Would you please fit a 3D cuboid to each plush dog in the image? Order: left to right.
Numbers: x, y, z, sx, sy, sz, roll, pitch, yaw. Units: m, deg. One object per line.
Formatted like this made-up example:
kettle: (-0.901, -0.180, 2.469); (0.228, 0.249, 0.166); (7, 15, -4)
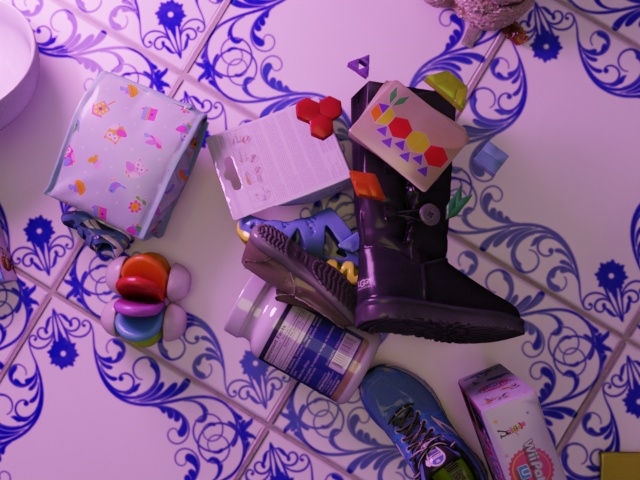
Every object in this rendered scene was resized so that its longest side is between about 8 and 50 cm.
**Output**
plush dog: (0.332, -0.471, 1.397); (0.262, 0.225, 0.210); (-27, 88, 1)

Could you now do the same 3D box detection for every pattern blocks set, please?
pattern blocks set: (0.148, -0.183, 1.330); (0.285, 0.026, 0.325); (-40, 81, -16)

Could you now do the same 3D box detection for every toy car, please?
toy car: (-0.333, 0.112, 1.444); (0.159, 0.136, 0.182); (6, 88, 2)

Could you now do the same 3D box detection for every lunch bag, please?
lunch bag: (-0.354, -0.162, 1.444); (0.223, 0.160, 0.262); (24, 95, 3)

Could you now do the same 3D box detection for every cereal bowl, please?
cereal bowl: (-0.688, -0.301, 1.436); (0.339, 0.141, 0.339); (2, 59, -3)

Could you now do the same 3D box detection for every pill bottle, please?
pill bottle: (-0.035, 0.175, 1.425); (0.264, 0.153, 0.153); (29, 89, 3)

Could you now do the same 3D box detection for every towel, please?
towel: (0.578, 0.520, 1.464); (0.102, 0.021, 0.237); (1, 87, -4)

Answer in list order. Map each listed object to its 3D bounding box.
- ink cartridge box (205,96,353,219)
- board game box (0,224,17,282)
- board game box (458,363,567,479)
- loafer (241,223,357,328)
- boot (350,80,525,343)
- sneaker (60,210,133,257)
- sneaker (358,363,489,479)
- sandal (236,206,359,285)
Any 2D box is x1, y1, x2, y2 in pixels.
ink cartridge box: (-0.076, -0.149, 1.454); (0.232, 0.066, 0.189); (-22, 69, 2)
board game box: (-0.792, -0.024, 1.497); (0.318, 0.066, 0.319); (-19, 87, 1)
board game box: (0.333, 0.352, 1.333); (0.097, 0.303, 0.224); (-20, 87, 1)
loafer: (-0.034, 0.073, 1.358); (0.251, 0.094, 0.087); (39, 116, -5)
boot: (0.218, -0.048, 1.427); (0.367, 0.146, 0.445); (13, 66, -34)
sneaker: (-0.437, -0.013, 1.485); (0.144, 0.053, 0.059); (20, 68, 4)
sneaker: (0.198, 0.362, 1.416); (0.130, 0.147, 0.330); (-43, 87, 0)
sandal: (0.000, 0.000, 1.453); (0.317, 0.126, 0.138); (16, 85, -6)
